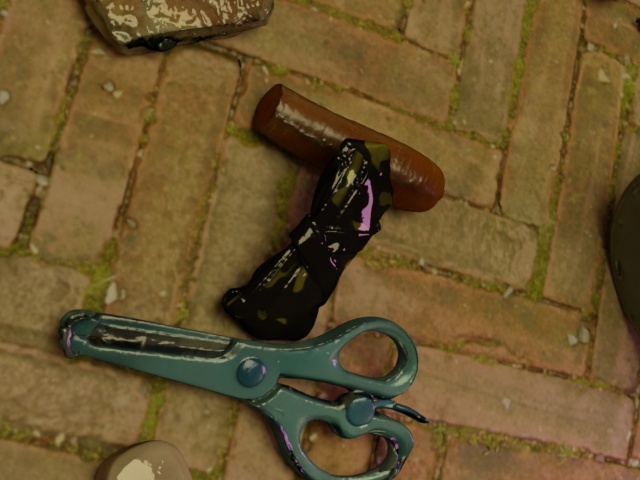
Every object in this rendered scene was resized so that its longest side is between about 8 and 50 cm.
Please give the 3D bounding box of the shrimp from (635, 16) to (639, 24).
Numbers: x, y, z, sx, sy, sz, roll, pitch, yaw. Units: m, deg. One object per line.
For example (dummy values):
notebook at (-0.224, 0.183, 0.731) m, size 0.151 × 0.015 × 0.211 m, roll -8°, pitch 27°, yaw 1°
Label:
shrimp at (0.430, -0.231, 1.594) m, size 0.114 × 0.023 × 0.083 m, roll 36°, pitch 68°, yaw -23°

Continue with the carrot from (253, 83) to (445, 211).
carrot at (0.038, -0.089, 1.321) m, size 0.225 × 0.067 × 0.067 m, roll 26°, pitch 69°, yaw -22°

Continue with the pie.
pie at (-0.144, -0.281, 1.261) m, size 0.218 × 0.052 × 0.185 m, roll -13°, pitch 88°, yaw -30°

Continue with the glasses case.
glasses case at (-0.139, 0.280, 1.158) m, size 0.083 × 0.050 × 0.196 m, roll -24°, pitch 93°, yaw -29°

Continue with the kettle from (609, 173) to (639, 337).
kettle at (0.573, 0.047, 1.481) m, size 0.376 × 0.250 × 0.361 m, roll -16°, pitch 97°, yaw -26°

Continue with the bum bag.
bum bag at (0.000, 0.000, 1.257) m, size 0.232 × 0.060 × 0.106 m, roll -53°, pitch 132°, yaw -5°

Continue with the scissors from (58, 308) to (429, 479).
scissors at (-0.067, 0.133, 1.219) m, size 0.393 × 0.032 × 0.180 m, roll 16°, pitch 90°, yaw -24°
